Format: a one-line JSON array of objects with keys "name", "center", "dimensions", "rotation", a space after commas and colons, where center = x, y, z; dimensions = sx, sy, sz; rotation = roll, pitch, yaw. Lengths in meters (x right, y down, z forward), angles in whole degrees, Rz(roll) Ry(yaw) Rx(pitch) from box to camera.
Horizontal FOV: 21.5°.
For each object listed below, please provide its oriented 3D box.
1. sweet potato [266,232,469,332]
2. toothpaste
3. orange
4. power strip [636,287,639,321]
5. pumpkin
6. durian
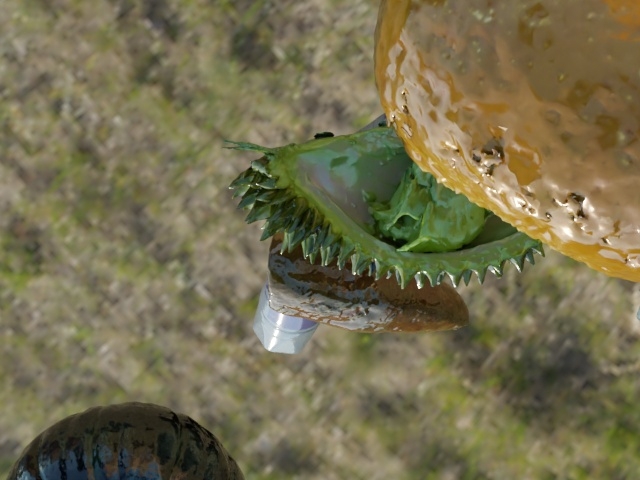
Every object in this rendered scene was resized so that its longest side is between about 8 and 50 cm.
[{"name": "sweet potato", "center": [0.044, 0.045, 1.699], "dimensions": [0.251, 0.097, 0.097], "rotation": [15, 151, -30]}, {"name": "toothpaste", "center": [0.000, 0.000, 1.887], "dimensions": [0.080, 0.125, 0.371], "rotation": [44, 145, 16]}, {"name": "orange", "center": [0.210, -0.135, 1.174], "dimensions": [0.340, 0.340, 0.293], "rotation": [30, 96, 16]}, {"name": "power strip", "center": [0.348, 0.087, 1.645], "dimensions": [0.136, 0.019, 0.051], "rotation": [54, 141, 44]}, {"name": "pumpkin", "center": [-0.154, 0.221, 1.344], "dimensions": [0.202, 0.140, 0.202], "rotation": [-3, 124, -5]}, {"name": "durian", "center": [0.093, -0.051, 1.504], "dimensions": [0.355, 0.157, 0.170], "rotation": [-7, 116, -4]}]
